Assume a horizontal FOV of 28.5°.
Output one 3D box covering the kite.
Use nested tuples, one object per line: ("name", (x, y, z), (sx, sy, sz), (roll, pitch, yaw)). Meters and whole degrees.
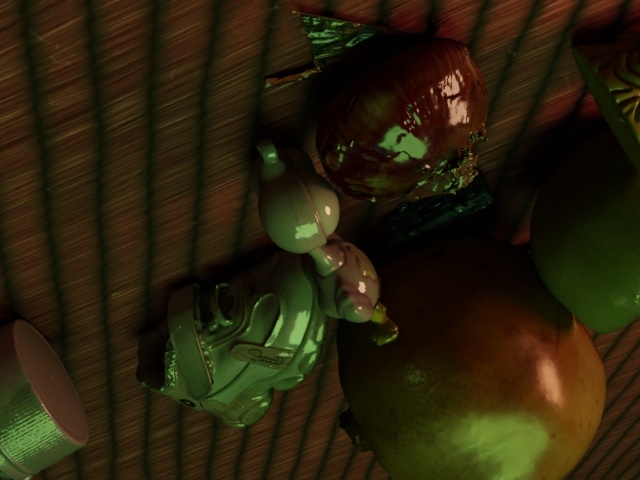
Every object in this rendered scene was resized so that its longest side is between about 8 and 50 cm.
("kite", (0.025, -0.205, 1.410), (0.189, 0.009, 0.232), (-19, 153, 1))

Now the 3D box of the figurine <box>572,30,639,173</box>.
("figurine", (0.486, -0.225, 1.498), (0.315, 0.187, 0.168), (-30, 147, 5))

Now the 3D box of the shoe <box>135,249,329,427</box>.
("shoe", (-0.125, 0.135, 1.783), (0.198, 0.171, 0.351), (15, 131, -24))

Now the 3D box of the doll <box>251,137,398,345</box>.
("doll", (-0.001, 0.000, 1.571), (0.094, 0.160, 0.365), (-25, 137, 4))

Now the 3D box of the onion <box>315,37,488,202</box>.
("onion", (0.110, -0.117, 1.444), (0.230, 0.163, 0.230), (-35, 166, -10))

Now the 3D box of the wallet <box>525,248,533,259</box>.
("wallet", (0.431, 0.016, 2.019), (0.230, 0.042, 0.124), (-14, 155, -5))

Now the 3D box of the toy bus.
("toy bus", (0.162, -0.040, 1.756), (0.166, 0.047, 0.065), (-28, 155, 23))

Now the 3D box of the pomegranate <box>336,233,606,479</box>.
("pomegranate", (0.205, 0.196, 1.826), (0.417, 0.416, 0.416), (-14, 152, -7))

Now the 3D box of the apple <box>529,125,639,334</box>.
("apple", (0.415, -0.037, 1.693), (0.295, 0.233, 0.257), (-31, 154, -40))

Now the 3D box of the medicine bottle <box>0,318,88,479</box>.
("medicine bottle", (-0.495, 0.262, 1.718), (0.302, 0.241, 0.241), (-28, 152, 0))
